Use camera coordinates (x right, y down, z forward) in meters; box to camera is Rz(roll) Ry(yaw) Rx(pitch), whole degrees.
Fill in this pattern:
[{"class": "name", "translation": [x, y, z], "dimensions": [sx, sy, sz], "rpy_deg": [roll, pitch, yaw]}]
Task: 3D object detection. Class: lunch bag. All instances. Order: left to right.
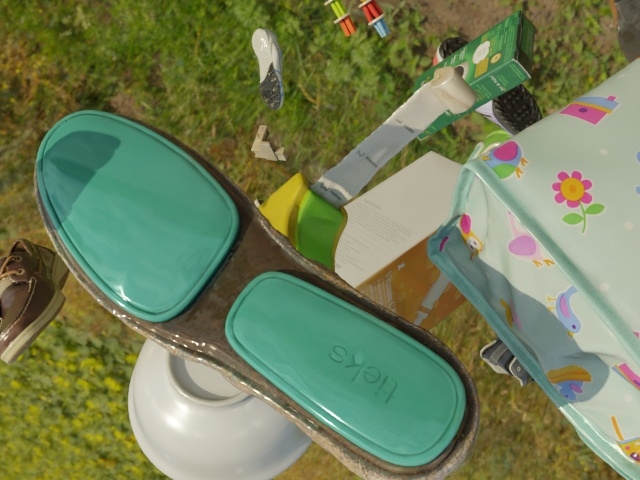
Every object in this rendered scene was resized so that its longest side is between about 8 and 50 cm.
[{"class": "lunch bag", "translation": [0.239, 0.025, 0.465], "dimensions": [0.262, 0.223, 0.160], "rpy_deg": [51, 161, 19]}]

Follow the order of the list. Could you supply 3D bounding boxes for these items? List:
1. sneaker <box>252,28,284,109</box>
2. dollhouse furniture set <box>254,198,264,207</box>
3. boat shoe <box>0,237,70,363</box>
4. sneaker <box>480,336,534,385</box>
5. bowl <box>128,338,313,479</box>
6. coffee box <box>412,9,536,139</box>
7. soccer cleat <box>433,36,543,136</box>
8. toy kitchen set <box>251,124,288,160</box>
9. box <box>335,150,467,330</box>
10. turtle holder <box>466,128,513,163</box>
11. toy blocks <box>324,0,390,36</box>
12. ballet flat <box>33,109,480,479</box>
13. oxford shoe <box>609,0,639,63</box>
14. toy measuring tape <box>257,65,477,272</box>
[{"class": "sneaker", "translation": [-0.135, -0.490, 2.016], "dimensions": [0.085, 0.237, 0.086], "rpy_deg": [-13, 176, 42]}, {"class": "dollhouse furniture set", "translation": [-0.045, -0.046, 1.245], "dimensions": [0.081, 0.091, 0.114], "rpy_deg": [-42, 154, 25]}, {"class": "boat shoe", "translation": [-0.503, 0.082, 1.170], "dimensions": [0.123, 0.123, 0.342], "rpy_deg": [41, -170, -23]}, {"class": "sneaker", "translation": [0.312, 0.113, 1.061], "dimensions": [0.086, 0.163, 0.226], "rpy_deg": [30, 144, 59]}, {"class": "bowl", "translation": [-0.133, 0.184, 0.983], "dimensions": [0.297, 0.298, 0.134], "rpy_deg": [19, 151, 11]}, {"class": "coffee box", "translation": [0.199, -0.219, 0.948], "dimensions": [0.040, 0.113, 0.184], "rpy_deg": [38, 137, -25]}, {"class": "soccer cleat", "translation": [0.395, -0.345, 1.675], "dimensions": [0.318, 0.108, 0.116], "rpy_deg": [44, 164, 8]}, {"class": "toy kitchen set", "translation": [-0.119, -0.242, 1.689], "dimensions": [0.083, 0.075, 0.068], "rpy_deg": [9, 157, 19]}, {"class": "box", "translation": [0.138, 0.034, 1.216], "dimensions": [0.168, 0.345, 0.215], "rpy_deg": [33, 147, 41]}, {"class": "turtle holder", "translation": [0.507, -0.168, 1.885], "dimensions": [0.243, 0.227, 0.320], "rpy_deg": [52, 165, -10]}, {"class": "toy blocks", "translation": [0.098, -0.562, 1.772], "dimensions": [0.123, 0.054, 0.148], "rpy_deg": [-30, 104, 12]}, {"class": "ballet flat", "translation": [-0.049, 0.038, 0.423], "dimensions": [0.316, 0.107, 0.106], "rpy_deg": [39, 168, 20]}, {"class": "oxford shoe", "translation": [0.623, -0.451, 1.413], "dimensions": [0.076, 0.076, 0.212], "rpy_deg": [-15, 96, 20]}, {"class": "toy measuring tape", "translation": [0.000, 0.000, 0.576], "dimensions": [0.330, 0.121, 0.121], "rpy_deg": [-39, 118, 21]}]
